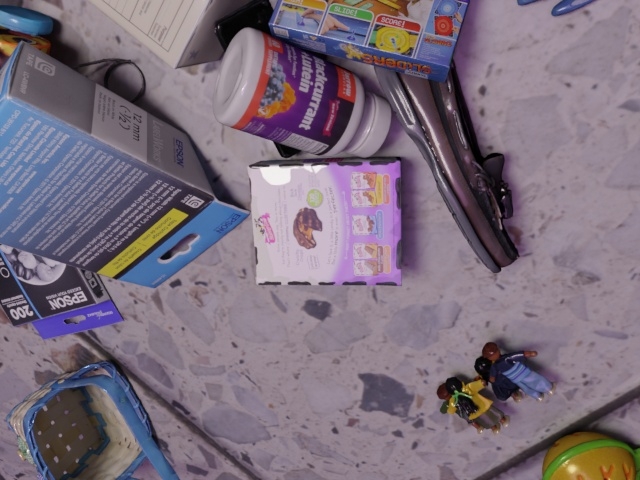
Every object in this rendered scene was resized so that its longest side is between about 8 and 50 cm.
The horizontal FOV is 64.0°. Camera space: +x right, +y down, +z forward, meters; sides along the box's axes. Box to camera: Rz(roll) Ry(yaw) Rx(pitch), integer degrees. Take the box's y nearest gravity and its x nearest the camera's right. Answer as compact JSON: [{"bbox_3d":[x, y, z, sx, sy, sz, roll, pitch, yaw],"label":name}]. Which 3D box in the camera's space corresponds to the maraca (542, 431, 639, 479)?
[{"bbox_3d":[0.407,0.336,0.748,0.186,0.099,0.127,9,120,-17],"label":"maraca"}]

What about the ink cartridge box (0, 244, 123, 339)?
[{"bbox_3d":[-0.485,0.086,0.910,0.207,0.045,0.208,-16,109,21],"label":"ink cartridge box"}]

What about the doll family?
[{"bbox_3d":[0.245,0.214,0.752,0.111,0.076,0.193,40,112,1],"label":"doll family"}]

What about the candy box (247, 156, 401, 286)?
[{"bbox_3d":[0.010,-0.026,0.687,0.197,0.070,0.164,0,105,8],"label":"candy box"}]

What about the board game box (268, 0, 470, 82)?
[{"bbox_3d":[0.060,-0.265,0.570,0.202,0.035,0.136,17,79,8],"label":"board game box"}]

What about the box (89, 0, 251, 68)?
[{"bbox_3d":[-0.234,-0.359,0.602,0.311,0.121,0.148,39,117,-4],"label":"box"}]

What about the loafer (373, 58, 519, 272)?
[{"bbox_3d":[0.175,-0.102,0.614,0.095,0.109,0.302,-29,99,19],"label":"loafer"}]

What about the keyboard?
[{"bbox_3d":[-0.050,-0.206,0.650,0.100,0.038,0.192,-30,125,-4],"label":"keyboard"}]

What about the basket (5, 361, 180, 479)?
[{"bbox_3d":[-0.396,0.350,0.911,0.289,0.201,0.254,-14,108,31],"label":"basket"}]

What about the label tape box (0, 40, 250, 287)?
[{"bbox_3d":[-0.314,-0.073,0.728,0.249,0.115,0.348,-34,142,27],"label":"label tape box"}]

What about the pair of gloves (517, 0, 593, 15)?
[{"bbox_3d":[0.270,-0.345,0.526,0.160,0.023,0.198,-11,110,18],"label":"pair of gloves"}]

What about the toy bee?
[{"bbox_3d":[-0.418,-0.263,0.675,0.299,0.162,0.195,3,112,14],"label":"toy bee"}]

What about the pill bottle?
[{"bbox_3d":[-0.016,-0.160,0.599,0.194,0.108,0.108,12,122,-30],"label":"pill bottle"}]
